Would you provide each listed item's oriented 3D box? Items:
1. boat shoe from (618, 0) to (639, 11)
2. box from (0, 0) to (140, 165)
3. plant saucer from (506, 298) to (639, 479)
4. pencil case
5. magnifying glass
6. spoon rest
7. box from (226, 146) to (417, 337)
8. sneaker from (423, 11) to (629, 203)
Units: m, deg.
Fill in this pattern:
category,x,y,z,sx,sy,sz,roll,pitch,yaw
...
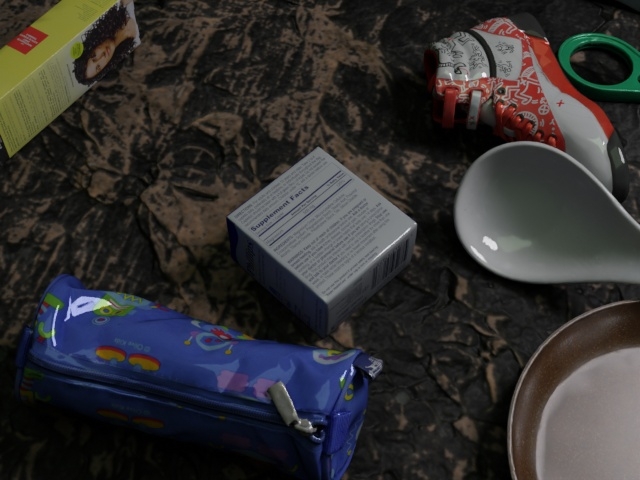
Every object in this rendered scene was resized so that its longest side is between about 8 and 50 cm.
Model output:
category,x,y,z,sx,sy,sz,roll,pitch,yaw
boat shoe,0.383,-0.337,1.141,0.183,0.065,0.083,19,59,13
box,-0.297,-0.191,1.017,0.058,0.087,0.232,30,61,18
plant saucer,0.310,0.193,0.787,0.310,0.050,0.311,1,55,-1
pencil case,-0.106,0.118,0.783,0.306,0.133,0.119,13,89,9
magnifying glass,0.381,-0.175,1.058,0.231,0.026,0.092,24,58,17
spoon rest,0.262,-0.006,0.882,0.276,0.137,0.084,18,16,10
box,0.000,0.000,0.899,0.126,0.072,0.137,-39,65,-24
sneaker,0.205,-0.127,0.983,0.145,0.090,0.270,-17,57,-8
